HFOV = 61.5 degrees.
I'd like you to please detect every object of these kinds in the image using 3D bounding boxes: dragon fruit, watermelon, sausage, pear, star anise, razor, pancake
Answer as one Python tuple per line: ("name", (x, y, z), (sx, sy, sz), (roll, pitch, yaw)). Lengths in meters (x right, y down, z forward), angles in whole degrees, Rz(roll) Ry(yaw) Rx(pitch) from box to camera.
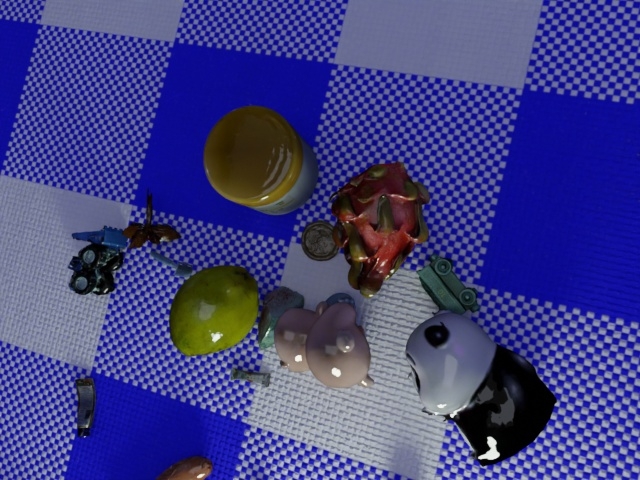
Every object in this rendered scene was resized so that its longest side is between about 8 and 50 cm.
("dragon fruit", (0.133, -0.041, 1.299), (0.243, 0.227, 0.307), (45, 110, 16))
("watermelon", (-0.123, 0.207, 1.422), (0.094, 0.081, 0.180), (21, 84, 41))
("sausage", (-0.419, 0.675, 1.436), (0.327, 0.079, 0.087), (-43, 65, 6))
("pear", (-0.275, 0.179, 1.382), (0.269, 0.212, 0.212), (-46, 76, 11))
("star anise", (-0.482, -0.057, 1.506), (0.140, 0.158, 0.144), (32, 125, 48))
("razor", (-0.430, 0.059, 1.517), (0.135, 0.068, 0.040), (24, 89, 27))
("pancake", (0.000, 0.000, 1.428), (0.115, 0.011, 0.114), (-1, 85, 13))

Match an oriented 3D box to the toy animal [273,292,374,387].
("toy animal", (0.000, 0.249, 1.304), (0.221, 0.210, 0.229), (-20, 46, 4))

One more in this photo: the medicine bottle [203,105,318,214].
("medicine bottle", (-0.143, -0.193, 1.370), (0.238, 0.232, 0.237), (-2, 83, 14))

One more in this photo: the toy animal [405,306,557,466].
("toy animal", (0.332, 0.302, 1.197), (0.251, 0.251, 0.310), (-42, 86, 7))

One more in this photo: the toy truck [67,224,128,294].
("toy truck", (-0.645, 0.049, 1.539), (0.126, 0.113, 0.208), (21, 89, 17))

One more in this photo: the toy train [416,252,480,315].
("toy train", (0.309, 0.114, 1.309), (0.099, 0.070, 0.172), (-40, 78, 15))

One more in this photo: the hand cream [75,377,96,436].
("hand cream", (-0.677, 0.479, 1.546), (0.062, 0.039, 0.163), (-7, 77, 16))

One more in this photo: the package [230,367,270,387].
("package", (-0.188, 0.365, 1.438), (0.110, 0.015, 0.037), (6, 81, 14))
